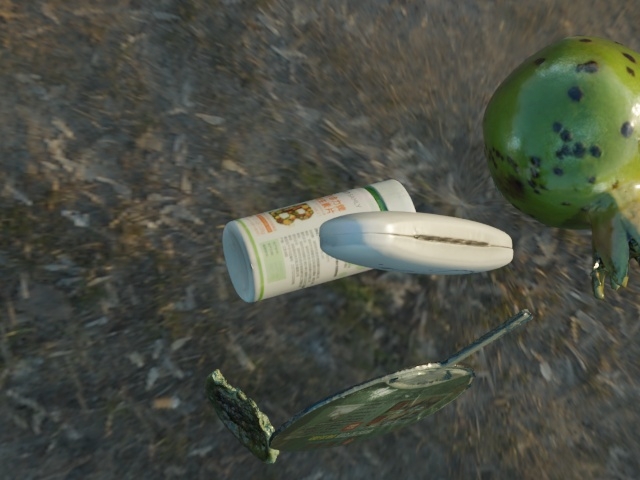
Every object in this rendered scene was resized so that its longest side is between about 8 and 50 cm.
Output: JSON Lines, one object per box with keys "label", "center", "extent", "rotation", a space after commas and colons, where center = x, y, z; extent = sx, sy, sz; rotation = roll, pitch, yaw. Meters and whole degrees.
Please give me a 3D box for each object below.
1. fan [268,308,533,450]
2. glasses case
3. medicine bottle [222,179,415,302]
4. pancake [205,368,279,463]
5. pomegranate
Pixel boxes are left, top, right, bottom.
{"label": "fan", "center": [0.095, 0.152, 1.348], "extent": [0.294, 0.223, 0.012], "rotation": [-25, 68, 12]}
{"label": "glasses case", "center": [0.083, 0.003, 1.146], "extent": [0.076, 0.197, 0.049], "rotation": [-5, 82, 45]}
{"label": "medicine bottle", "center": [0.000, 0.000, 1.369], "extent": [0.183, 0.086, 0.086], "rotation": [-16, 90, -19]}
{"label": "pancake", "center": [-0.093, 0.217, 1.648], "extent": [0.022, 0.116, 0.129], "rotation": [-34, 54, -26]}
{"label": "pomegranate", "center": [0.305, -0.081, 1.500], "extent": [0.231, 0.231, 0.286], "rotation": [-26, 85, 6]}
